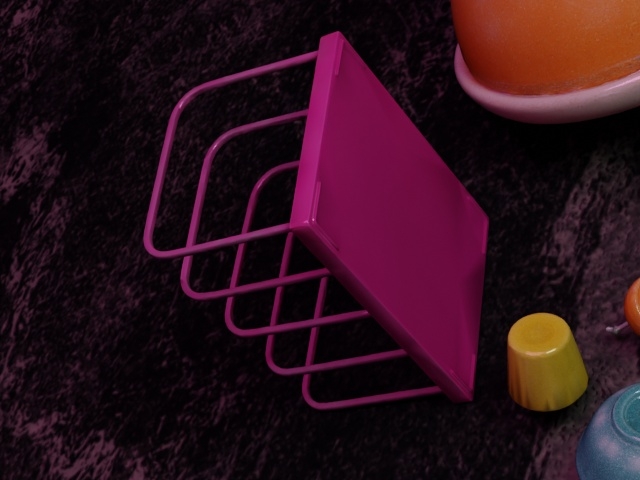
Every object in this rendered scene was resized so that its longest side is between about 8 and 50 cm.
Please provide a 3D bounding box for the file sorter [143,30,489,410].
[{"bbox_3d":[0.000,0.000,1.589,0.182,0.291,0.202,-13,51,29],"label":"file sorter"}]

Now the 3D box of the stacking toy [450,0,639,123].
[{"bbox_3d":[0.196,-0.374,1.582,0.350,0.480,0.351,-24,30,15],"label":"stacking toy"}]

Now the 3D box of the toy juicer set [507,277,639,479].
[{"bbox_3d":[0.302,0.150,1.427,0.209,0.089,0.329,-24,40,-10],"label":"toy juicer set"}]
